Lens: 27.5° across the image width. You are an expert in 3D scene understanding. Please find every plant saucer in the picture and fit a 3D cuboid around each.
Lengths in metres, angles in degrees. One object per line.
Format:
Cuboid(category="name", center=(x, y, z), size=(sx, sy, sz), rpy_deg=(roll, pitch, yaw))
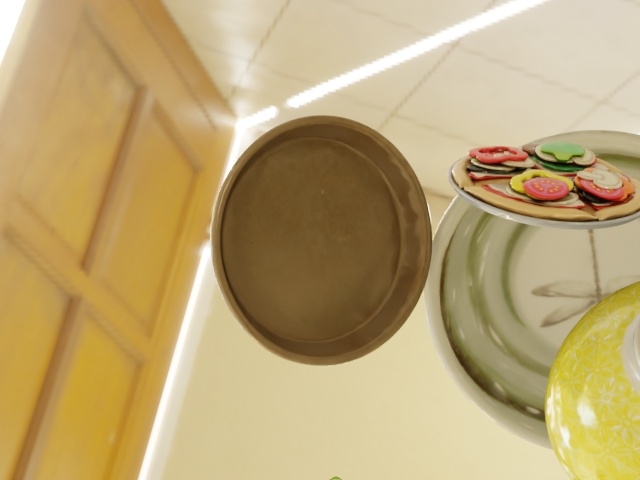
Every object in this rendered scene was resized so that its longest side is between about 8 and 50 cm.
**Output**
Cuboid(category="plant saucer", center=(0.000, 0.000, 1.456), size=(0.278, 0.278, 0.041), rpy_deg=(26, 169, -26))
Cuboid(category="plant saucer", center=(0.325, 0.056, 1.542), size=(0.400, 0.400, 0.100), rpy_deg=(4, -161, 13))

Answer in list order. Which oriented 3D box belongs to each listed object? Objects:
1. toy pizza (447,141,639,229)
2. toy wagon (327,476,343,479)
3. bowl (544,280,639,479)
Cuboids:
Cuboid(category="toy pizza", center=(0.227, -0.062, 1.293), size=(0.201, 0.201, 0.032), rpy_deg=(9, 114, 11))
Cuboid(category="toy wagon", center=(-0.080, 0.264, 0.925), size=(0.068, 0.267, 0.344), rpy_deg=(61, 172, 0))
Cuboid(category="bowl", center=(0.367, 0.138, 1.304), size=(0.289, 0.289, 0.156), rpy_deg=(7, 149, 16))
